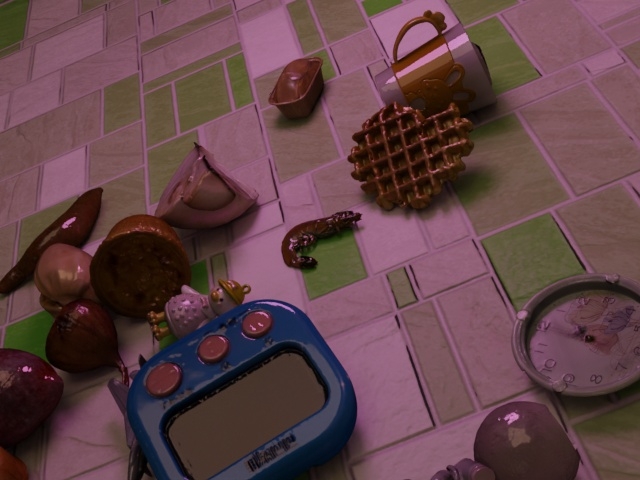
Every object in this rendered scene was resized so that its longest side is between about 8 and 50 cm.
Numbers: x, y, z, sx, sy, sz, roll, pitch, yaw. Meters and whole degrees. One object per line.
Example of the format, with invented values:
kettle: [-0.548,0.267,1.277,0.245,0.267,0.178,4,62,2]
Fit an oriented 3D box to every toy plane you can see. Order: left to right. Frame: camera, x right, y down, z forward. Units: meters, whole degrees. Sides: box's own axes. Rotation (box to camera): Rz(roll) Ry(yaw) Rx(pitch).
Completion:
toy plane: [-0.292,0.322,1.672,0.212,0.088,0.267,-13,48,18]

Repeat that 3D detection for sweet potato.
sweet potato: [-0.602,0.000,2.218,0.346,0.079,0.108,-48,14,-23]

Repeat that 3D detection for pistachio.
pistachio: [-0.517,0.083,2.014,0.157,0.157,0.229,-34,32,-9]

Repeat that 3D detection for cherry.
cherry: [-0.584,0.288,1.801,0.249,0.175,0.192,-12,27,20]

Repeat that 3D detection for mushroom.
mushroom: [-0.241,-0.074,2.055,0.173,0.162,0.236,-54,20,7]

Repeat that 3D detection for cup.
cup: [0.230,-0.352,2.019,0.226,0.241,0.185,-26,22,11]

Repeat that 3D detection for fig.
fig: [-0.427,0.204,1.862,0.201,0.146,0.134,25,27,17]

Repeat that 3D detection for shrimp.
shrimp: [-0.001,-0.001,1.906,0.178,0.034,0.124,-14,43,18]

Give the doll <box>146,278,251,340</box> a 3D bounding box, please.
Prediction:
doll: [-0.228,0.132,1.848,0.207,0.081,0.129,-24,57,1]

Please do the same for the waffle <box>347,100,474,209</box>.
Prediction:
waffle: [0.173,-0.183,1.916,0.253,0.056,0.249,44,101,33]

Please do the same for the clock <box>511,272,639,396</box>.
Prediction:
clock: [0.413,0.152,1.480,0.236,0.053,0.236,-16,41,15]

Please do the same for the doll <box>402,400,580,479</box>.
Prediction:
doll: [0.211,0.337,1.329,0.287,0.151,0.151,-33,38,2]

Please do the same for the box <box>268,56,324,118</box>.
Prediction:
box: [-0.054,-0.369,2.296,0.111,0.111,0.177,-2,44,28]

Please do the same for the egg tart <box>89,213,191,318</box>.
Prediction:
egg tart: [-0.362,0.044,1.953,0.202,0.203,0.147,-25,25,2]

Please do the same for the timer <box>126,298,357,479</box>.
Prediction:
timer: [-0.127,0.269,1.559,0.340,0.115,0.309,-30,53,-10]

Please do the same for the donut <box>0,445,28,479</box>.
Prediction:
donut: [-0.619,0.453,1.680,0.226,0.114,0.227,-17,38,14]
